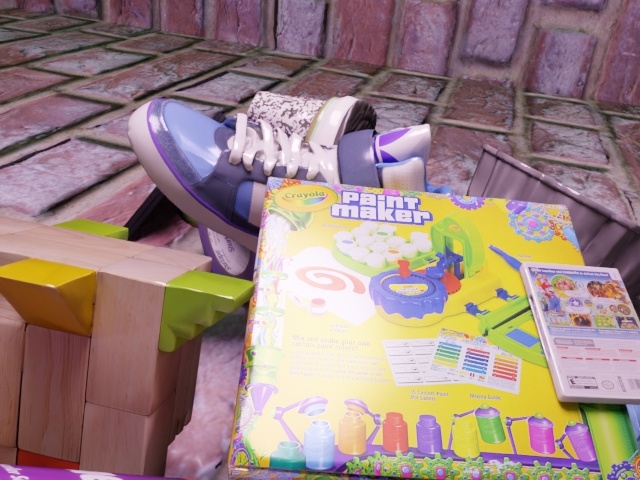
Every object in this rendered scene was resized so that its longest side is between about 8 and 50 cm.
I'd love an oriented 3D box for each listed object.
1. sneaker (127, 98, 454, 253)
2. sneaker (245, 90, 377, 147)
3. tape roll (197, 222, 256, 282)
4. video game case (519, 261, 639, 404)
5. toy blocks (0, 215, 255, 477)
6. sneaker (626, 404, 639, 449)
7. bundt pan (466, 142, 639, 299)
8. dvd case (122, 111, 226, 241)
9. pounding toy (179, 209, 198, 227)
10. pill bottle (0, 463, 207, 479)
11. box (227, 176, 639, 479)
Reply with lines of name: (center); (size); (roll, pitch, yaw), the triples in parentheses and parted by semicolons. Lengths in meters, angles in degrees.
sneaker: (-0.007, -0.086, 0.655); (0.323, 0.236, 0.130); (40, 31, -27)
sneaker: (-0.017, -0.144, 0.970); (0.182, 0.158, 0.410); (26, -8, 7)
tape roll: (-0.095, -0.021, 0.857); (0.080, 0.188, 0.189); (-13, 33, -34)
video game case: (0.213, 0.070, 0.488); (0.087, 0.011, 0.122); (4, 50, -8)
toy blocks: (-0.253, 0.119, 0.491); (0.382, 0.260, 0.191); (11, 11, 8)
sneaker: (0.240, 0.165, 0.677); (0.240, 0.091, 0.126); (17, 29, 18)
bundt pan: (0.364, -0.018, 0.946); (0.331, 0.124, 0.331); (26, 14, -7)
dvd case: (-0.243, -0.115, 1.044); (0.022, 0.180, 0.253); (39, 23, -14)
pounding toy: (-0.139, -0.088, 1.064); (0.183, 0.110, 0.237); (-12, 32, -31)
pill bottle: (-0.115, 0.213, 0.314); (0.323, 0.181, 0.181); (23, 13, -39)
box: (0.080, 0.110, 0.559); (0.290, 0.177, 0.279); (6, 50, -2)
